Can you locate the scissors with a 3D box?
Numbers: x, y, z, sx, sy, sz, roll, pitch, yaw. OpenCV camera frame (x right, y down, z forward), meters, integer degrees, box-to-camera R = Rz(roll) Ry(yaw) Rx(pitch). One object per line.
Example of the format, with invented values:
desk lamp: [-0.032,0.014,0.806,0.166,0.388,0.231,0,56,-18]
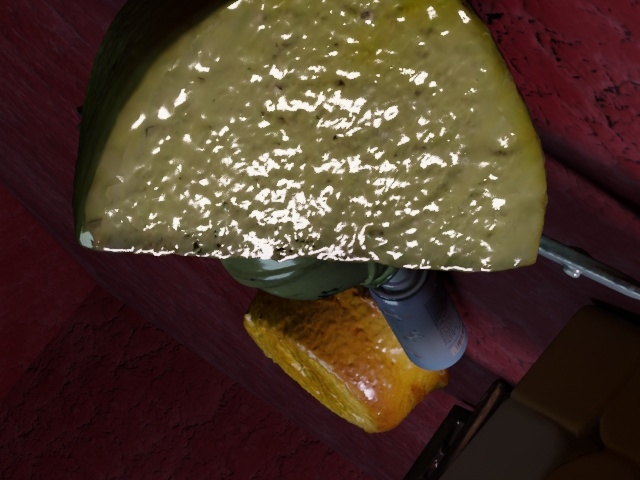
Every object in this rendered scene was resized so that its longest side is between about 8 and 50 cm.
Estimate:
scissors: [0.220,0.032,1.245,0.447,0.029,0.192,27,177,20]

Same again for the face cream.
face cream: [0.100,0.064,1.837,0.075,0.075,0.229,33,167,27]

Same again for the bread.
bread: [0.028,0.116,2.095,0.268,0.146,0.268,37,166,11]

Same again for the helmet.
helmet: [-0.038,-0.014,1.698,0.204,0.137,0.257,58,166,-6]

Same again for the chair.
chair: [0.210,0.296,2.112,0.416,0.203,0.240,25,167,45]

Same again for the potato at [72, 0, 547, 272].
potato: [-0.018,-0.131,1.154,0.330,0.213,0.280,4,-155,-26]

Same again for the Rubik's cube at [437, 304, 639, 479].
Rubik's cube: [0.302,0.317,1.457,0.346,0.347,0.344,46,172,-29]
